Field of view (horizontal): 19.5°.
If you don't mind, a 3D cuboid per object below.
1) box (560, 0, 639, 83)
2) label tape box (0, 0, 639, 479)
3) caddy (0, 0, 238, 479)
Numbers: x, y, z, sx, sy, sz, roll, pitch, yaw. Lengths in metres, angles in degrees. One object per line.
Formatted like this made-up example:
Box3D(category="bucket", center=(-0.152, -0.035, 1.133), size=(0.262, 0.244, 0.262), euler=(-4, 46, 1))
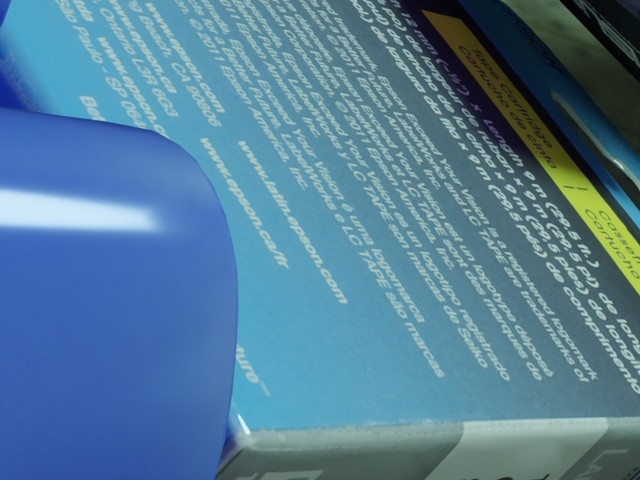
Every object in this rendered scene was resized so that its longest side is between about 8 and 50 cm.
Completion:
Box3D(category="box", center=(0.201, -0.271, 0.733), size=(0.395, 0.097, 0.318), euler=(-40, 55, 3))
Box3D(category="label tape box", center=(0.000, 0.000, 0.640), size=(0.348, 0.115, 0.249), euler=(7, 42, -51))
Box3D(category="caddy", center=(-0.177, 0.041, 0.442), size=(0.179, 0.341, 0.241), euler=(-5, 51, -43))
